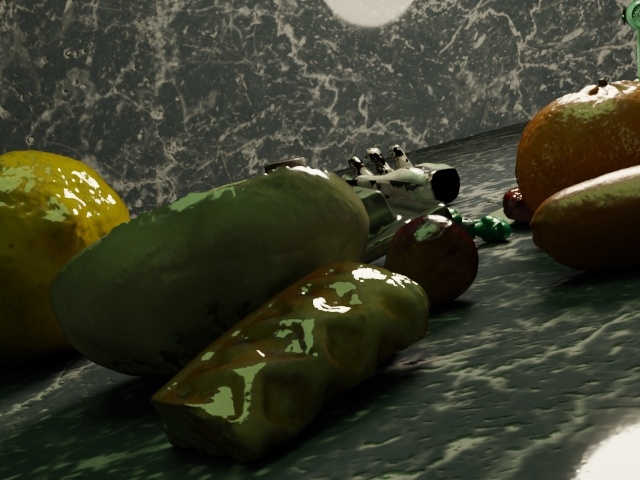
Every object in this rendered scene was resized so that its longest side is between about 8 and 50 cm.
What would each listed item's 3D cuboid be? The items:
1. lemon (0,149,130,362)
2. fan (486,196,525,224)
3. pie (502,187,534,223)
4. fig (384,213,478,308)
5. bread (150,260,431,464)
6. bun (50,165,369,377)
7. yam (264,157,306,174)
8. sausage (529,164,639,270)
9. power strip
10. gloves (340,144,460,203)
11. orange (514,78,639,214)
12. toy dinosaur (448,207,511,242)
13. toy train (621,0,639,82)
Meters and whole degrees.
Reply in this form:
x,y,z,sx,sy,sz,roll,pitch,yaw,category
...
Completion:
x,y,z,sx,sy,sz,roll,pitch,yaw,category
-0.349,0.022,1.125,0.253,0.253,0.310,-19,-7,-33,lemon
0.291,-0.055,1.346,0.182,0.010,0.310,-16,9,-10,fan
0.305,-0.055,1.195,0.154,0.038,0.153,-12,12,3,pie
0.086,0.036,0.871,0.125,0.089,0.089,-47,23,-26,fig
-0.017,0.081,0.691,0.232,0.088,0.128,-28,7,-42,bread
-0.091,0.045,0.844,0.287,0.146,0.287,-19,-10,-4,bun
-0.050,-0.065,1.604,0.079,0.141,0.079,-10,5,1,yam
0.301,-0.026,0.822,0.238,0.098,0.098,-10,9,20,sausage
0.001,-0.002,1.095,0.251,0.092,0.257,-23,7,-6,power strip
0.125,-0.094,1.619,0.212,0.111,0.127,-3,38,45,gloves
0.306,-0.091,1.023,0.193,0.161,0.193,-15,3,1,orange
0.169,-0.014,1.156,0.096,0.059,0.132,-5,9,-22,toy dinosaur
0.699,-0.372,1.857,0.202,0.300,0.120,-1,11,25,toy train
